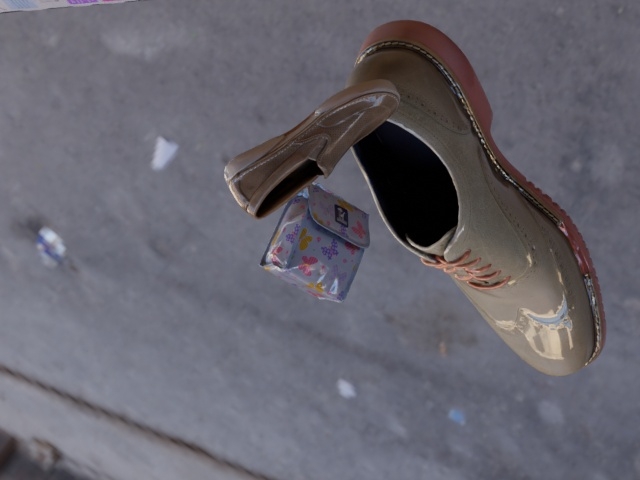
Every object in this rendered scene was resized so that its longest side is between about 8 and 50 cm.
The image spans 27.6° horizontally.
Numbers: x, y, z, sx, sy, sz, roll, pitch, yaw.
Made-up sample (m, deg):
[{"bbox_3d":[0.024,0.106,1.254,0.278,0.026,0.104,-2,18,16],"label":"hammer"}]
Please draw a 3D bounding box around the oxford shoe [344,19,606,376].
[{"bbox_3d":[0.132,-0.003,1.204,0.140,0.146,0.397,-20,116,39],"label":"oxford shoe"}]

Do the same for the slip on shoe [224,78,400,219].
[{"bbox_3d":[-0.001,-0.062,0.902,0.041,0.135,0.051,61,179,29],"label":"slip on shoe"}]

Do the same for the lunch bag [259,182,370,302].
[{"bbox_3d":[0.000,0.000,1.092,0.071,0.083,0.053,32,165,-31],"label":"lunch bag"}]

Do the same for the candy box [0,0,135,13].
[{"bbox_3d":[-0.197,-0.289,1.115,0.196,0.165,0.070,-5,175,2],"label":"candy box"}]
